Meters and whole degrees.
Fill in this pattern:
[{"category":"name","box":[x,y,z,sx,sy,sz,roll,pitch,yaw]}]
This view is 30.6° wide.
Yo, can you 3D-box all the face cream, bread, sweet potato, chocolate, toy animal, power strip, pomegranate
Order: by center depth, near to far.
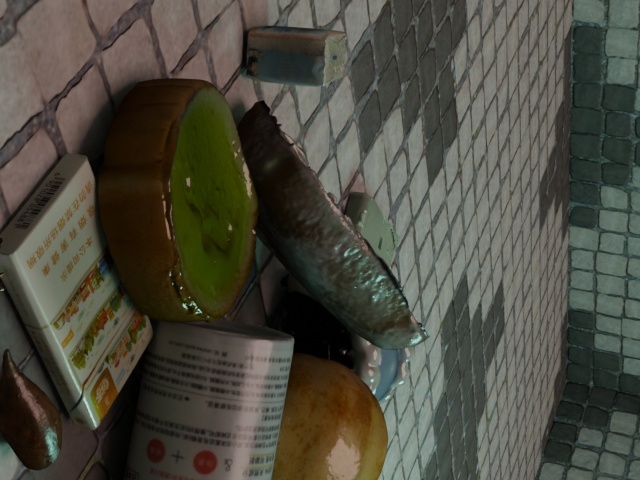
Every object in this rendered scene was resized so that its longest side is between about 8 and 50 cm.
[{"category":"sweet potato","box":[-0.236,0.131,0.934,0.049,0.049,0.117,-57,149,-46]},{"category":"bread","box":[-0.124,-0.036,1.070,0.236,0.070,0.236,-1,90,-75]},{"category":"face cream","box":[-0.127,0.263,1.146,0.145,0.145,0.370,9,92,-69]},{"category":"chocolate","box":[0.000,0.000,1.275,0.100,0.185,0.303,-40,125,0]},{"category":"pomegranate","box":[-0.027,0.226,1.297,0.207,0.207,0.207,10,90,-69]},{"category":"toy animal","box":[0.031,0.138,1.477,0.204,0.156,0.208,-8,110,-64]},{"category":"power strip","box":[0.072,-0.002,1.684,0.192,0.035,0.081,49,53,-64]}]

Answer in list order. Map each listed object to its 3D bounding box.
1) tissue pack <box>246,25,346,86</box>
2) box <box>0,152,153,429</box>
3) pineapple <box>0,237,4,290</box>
[{"category":"tissue pack","box":[-0.027,-0.200,1.259,0.074,0.094,0.059,-37,131,-64]},{"category":"box","box":[-0.205,0.048,0.997,0.220,0.032,0.122,78,29,-43]},{"category":"pineapple","box":[-0.248,0.013,0.829,0.114,0.077,0.114,91,23,-58]}]
